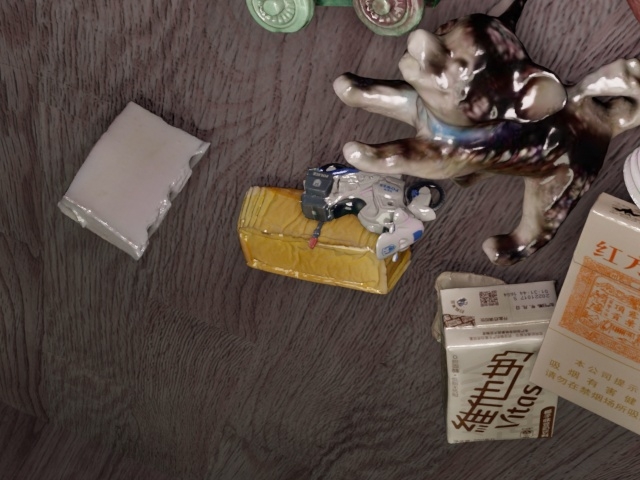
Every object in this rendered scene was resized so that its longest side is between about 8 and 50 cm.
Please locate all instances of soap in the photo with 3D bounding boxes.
[{"bbox_3d":[-0.340,-0.056,1.543,0.159,0.258,0.302,31,145,-12],"label":"soap"}]

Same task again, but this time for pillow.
[{"bbox_3d":[0.258,0.125,1.620,0.130,0.038,0.233,12,143,14],"label":"pillow"}]

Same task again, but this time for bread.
[{"bbox_3d":[0.000,0.000,1.539,0.288,0.119,0.153,10,140,17],"label":"bread"}]

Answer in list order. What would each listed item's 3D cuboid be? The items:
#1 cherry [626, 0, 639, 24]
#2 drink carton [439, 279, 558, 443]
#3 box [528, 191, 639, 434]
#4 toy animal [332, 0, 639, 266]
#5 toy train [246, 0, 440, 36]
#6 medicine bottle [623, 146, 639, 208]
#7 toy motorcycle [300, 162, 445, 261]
[{"bbox_3d":[0.401,-0.284,0.861,0.261,0.221,0.307,30,158,5],"label":"cherry"},{"bbox_3d":[0.304,0.218,1.591,0.194,0.132,0.325,-6,139,4],"label":"drink carton"},{"bbox_3d":[0.428,0.116,1.291,0.204,0.051,0.365,25,137,20],"label":"box"},{"bbox_3d":[0.224,-0.165,1.120,0.302,0.194,0.344,-38,135,27],"label":"toy animal"},{"bbox_3d":[0.021,-0.355,1.060,0.304,0.150,0.221,7,131,25],"label":"toy train"},{"bbox_3d":[0.495,-0.133,1.055,0.179,0.124,0.324,58,145,8],"label":"medicine bottle"},{"bbox_3d":[0.069,-0.048,1.411,0.221,0.150,0.102,12,150,17],"label":"toy motorcycle"}]
